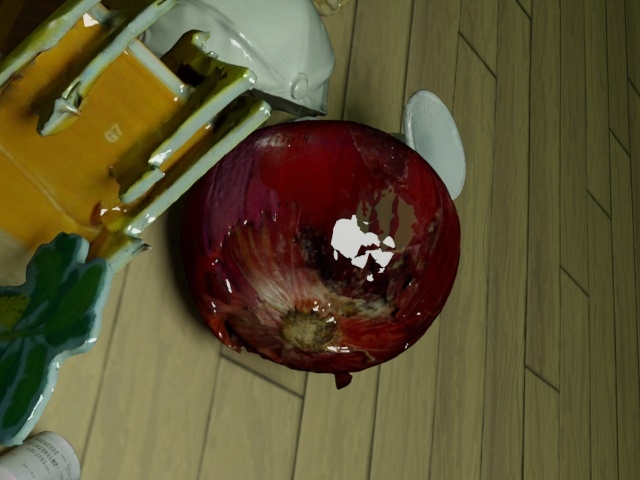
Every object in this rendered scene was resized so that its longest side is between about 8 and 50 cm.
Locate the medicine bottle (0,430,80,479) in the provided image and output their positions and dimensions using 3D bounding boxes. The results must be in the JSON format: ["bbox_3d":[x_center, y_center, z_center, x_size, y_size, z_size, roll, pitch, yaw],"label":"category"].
[{"bbox_3d":[-0.230,0.187,0.705,0.089,0.052,0.052,-30,104,-54],"label":"medicine bottle"}]

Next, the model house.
[{"bbox_3d":[-0.213,-0.055,0.589,0.242,0.313,0.357,43,48,-36],"label":"model house"}]

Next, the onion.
[{"bbox_3d":[0.000,0.000,0.908,0.276,0.276,0.276,23,61,-50],"label":"onion"}]

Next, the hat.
[{"bbox_3d":[-0.083,-0.272,0.964,0.258,0.168,0.301,8,73,-54],"label":"hat"}]

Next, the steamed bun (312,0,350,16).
[{"bbox_3d":[0.011,-0.457,1.189,0.292,0.137,0.295,59,40,-22],"label":"steamed bun"}]

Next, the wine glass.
[{"bbox_3d":[0.056,-0.085,1.076,0.165,0.196,0.165,26,58,-51],"label":"wine glass"}]
